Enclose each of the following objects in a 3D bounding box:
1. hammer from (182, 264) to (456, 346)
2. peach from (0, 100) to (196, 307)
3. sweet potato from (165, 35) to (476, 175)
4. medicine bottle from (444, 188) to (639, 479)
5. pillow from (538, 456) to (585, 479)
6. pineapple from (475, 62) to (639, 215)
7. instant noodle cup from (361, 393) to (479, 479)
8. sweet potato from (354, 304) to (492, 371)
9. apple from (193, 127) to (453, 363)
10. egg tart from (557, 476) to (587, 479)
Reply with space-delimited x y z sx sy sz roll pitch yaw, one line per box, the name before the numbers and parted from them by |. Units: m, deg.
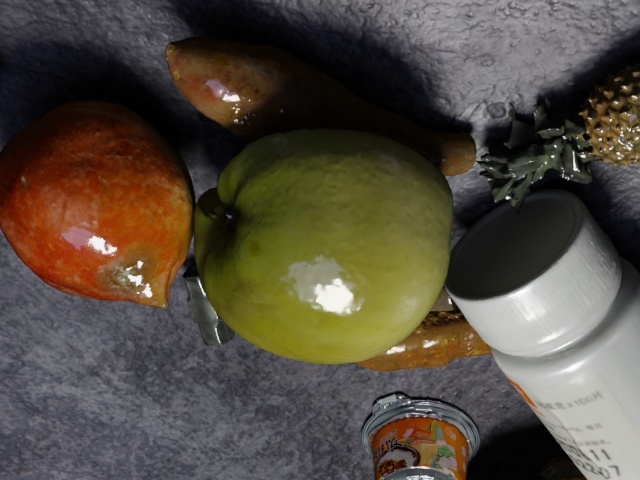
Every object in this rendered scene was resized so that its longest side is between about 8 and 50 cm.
hammer | -0.005 0.081 1.426 0.366 0.043 0.111 -3 115 23
peach | -0.252 -0.028 1.279 0.232 0.232 0.256 -27 86 26
sweet potato | -0.003 -0.144 1.253 0.385 0.109 0.109 17 131 -25
medicine bottle | 0.331 0.131 1.372 0.211 0.211 0.371 -27 117 26
pillow | 0.451 0.376 1.695 0.233 0.038 0.130 0 132 5
pineapple | 0.294 -0.117 1.247 0.251 0.125 0.125 -25 124 30
instant noodle cup | 0.147 0.339 1.638 0.208 0.125 0.178 35 126 -22
sweet potato | 0.113 0.127 1.474 0.355 0.106 0.095 1 97 6
apple | -0.003 0.021 1.238 0.258 0.233 0.295 7 167 -27
egg tart | 0.407 0.479 1.647 0.444 0.178 0.443 0 147 0
